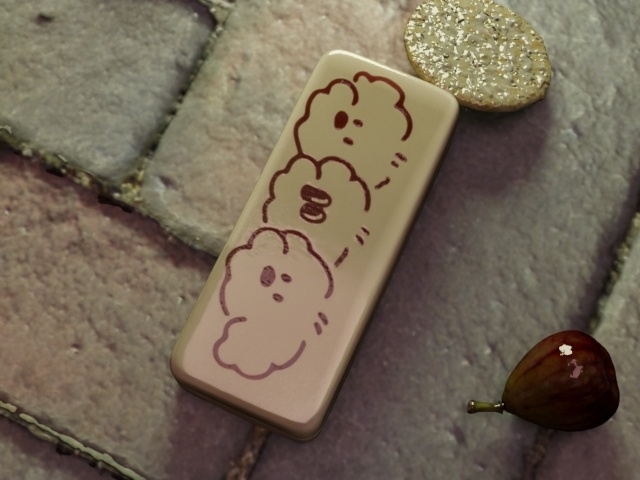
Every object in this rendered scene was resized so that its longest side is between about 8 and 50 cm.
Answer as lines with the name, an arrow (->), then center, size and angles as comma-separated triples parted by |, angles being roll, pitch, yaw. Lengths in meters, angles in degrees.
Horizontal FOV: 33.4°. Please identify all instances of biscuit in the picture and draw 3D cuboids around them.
biscuit -> 0.149, -0.179, 1.017 | 0.152, 0.020, 0.152 | 6, 55, -9

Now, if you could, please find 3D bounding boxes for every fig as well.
fig -> 0.189, 0.129, 0.913 | 0.125, 0.089, 0.089 | -22, 71, 21

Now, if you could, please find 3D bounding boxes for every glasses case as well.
glasses case -> 0.000, 0.000, 0.946 | 0.144, 0.076, 0.337 | 22, 73, 7
